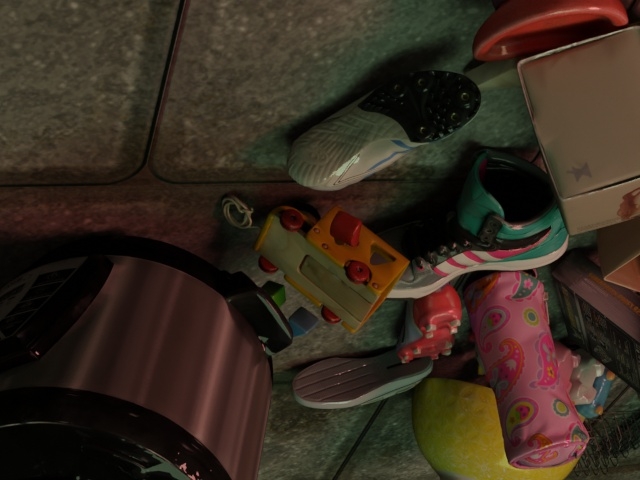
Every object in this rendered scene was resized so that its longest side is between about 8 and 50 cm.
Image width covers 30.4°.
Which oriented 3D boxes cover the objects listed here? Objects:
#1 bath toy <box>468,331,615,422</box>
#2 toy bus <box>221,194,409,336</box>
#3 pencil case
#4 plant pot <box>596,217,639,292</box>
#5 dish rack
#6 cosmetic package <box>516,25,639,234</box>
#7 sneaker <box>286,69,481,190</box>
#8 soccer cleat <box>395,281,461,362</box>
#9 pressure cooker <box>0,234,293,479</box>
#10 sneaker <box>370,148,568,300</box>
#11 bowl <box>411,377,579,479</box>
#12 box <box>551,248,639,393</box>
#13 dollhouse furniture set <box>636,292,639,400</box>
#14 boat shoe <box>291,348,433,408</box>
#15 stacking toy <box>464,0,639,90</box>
[{"bbox_3d":[0.344,0.214,1.892,0.348,0.129,0.151,31,81,-51],"label":"bath toy"},{"bbox_3d":[0.007,0.011,1.424,0.190,0.104,0.202,2,122,38],"label":"toy bus"},{"bbox_3d":[0.287,0.177,1.659,0.124,0.284,0.124,-9,154,-5],"label":"pencil case"},{"bbox_3d":[0.443,-0.003,1.622,0.109,0.096,0.109,16,135,-41],"label":"plant pot"},{"bbox_3d":[0.540,0.396,2.283,0.271,0.074,0.208,2,144,-25],"label":"dish rack"},{"bbox_3d":[0.300,-0.106,1.263,0.129,0.153,0.296,-17,171,12],"label":"cosmetic package"},{"bbox_3d":[0.072,-0.123,1.299,0.237,0.085,0.086,-22,177,27],"label":"sneaker"},{"bbox_3d":[0.153,0.110,1.699,0.083,0.095,0.248,-7,161,-6],"label":"soccer cleat"},{"bbox_3d":[-0.246,0.205,1.380,0.369,0.420,0.376,15,123,-3],"label":"pressure cooker"},{"bbox_3d":[0.171,-0.022,1.456,0.295,0.124,0.178,-13,147,-4],"label":"sneaker"},{"bbox_3d":[0.266,0.346,1.891,0.289,0.156,0.289,19,163,6],"label":"bowl"},{"bbox_3d":[0.438,0.132,1.743,0.056,0.183,0.231,-43,147,-8],"label":"box"},{"bbox_3d":[0.712,0.245,1.960,0.362,0.257,0.394,-12,147,-6],"label":"dollhouse furniture set"},{"bbox_3d":[0.066,0.224,1.815,0.226,0.083,0.076,-9,146,-11],"label":"boat shoe"},{"bbox_3d":[0.291,-0.258,1.217,0.308,0.131,0.279,-5,172,-11],"label":"stacking toy"}]
